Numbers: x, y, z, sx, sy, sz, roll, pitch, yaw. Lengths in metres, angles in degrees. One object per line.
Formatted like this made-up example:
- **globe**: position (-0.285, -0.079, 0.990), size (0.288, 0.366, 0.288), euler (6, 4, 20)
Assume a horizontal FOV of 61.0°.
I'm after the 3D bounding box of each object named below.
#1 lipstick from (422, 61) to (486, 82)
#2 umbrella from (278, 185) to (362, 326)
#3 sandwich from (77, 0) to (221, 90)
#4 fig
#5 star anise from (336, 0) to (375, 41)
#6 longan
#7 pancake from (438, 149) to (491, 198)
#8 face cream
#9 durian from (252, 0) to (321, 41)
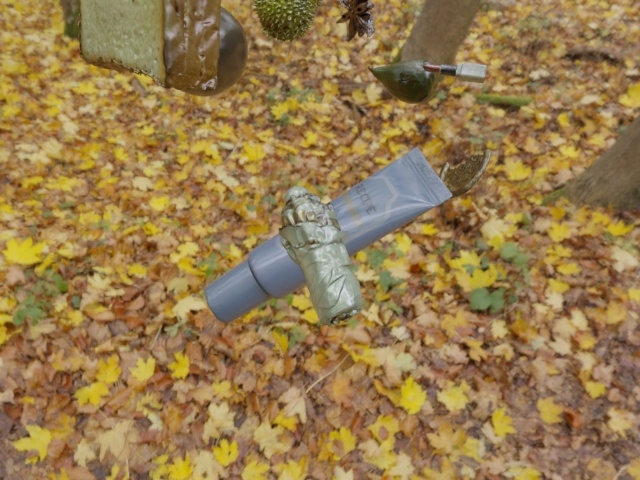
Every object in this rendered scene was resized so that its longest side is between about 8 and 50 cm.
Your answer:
- **lipstick**: position (0.228, -0.291, 0.931), size (0.107, 0.025, 0.025), euler (11, 86, 11)
- **umbrella**: position (-0.001, 0.010, 0.514), size (0.062, 0.067, 0.143), euler (-22, 67, -1)
- **sandwich**: position (-0.247, -0.369, 0.778), size (0.099, 0.271, 0.301), euler (-1, 19, -44)
- **fig**: position (0.198, -0.391, 1.327), size (0.178, 0.117, 0.117), euler (10, 44, 20)
- **star anise**: position (0.076, -0.484, 1.131), size (0.042, 0.141, 0.141), euler (-26, 64, -21)
- **longan**: position (-0.210, -0.336, 0.948), size (0.168, 0.167, 0.187), euler (-10, 21, -27)
- **pancake**: position (0.392, -0.193, 1.496), size (0.020, 0.190, 0.184), euler (32, 36, -21)
- **face cream**: position (0.000, 0.000, 0.802), size (0.086, 0.385, 0.135), euler (50, 13, -38)
- **durian**: position (-0.104, -0.762, 1.726), size (0.200, 0.176, 0.236), euler (30, 80, 27)
